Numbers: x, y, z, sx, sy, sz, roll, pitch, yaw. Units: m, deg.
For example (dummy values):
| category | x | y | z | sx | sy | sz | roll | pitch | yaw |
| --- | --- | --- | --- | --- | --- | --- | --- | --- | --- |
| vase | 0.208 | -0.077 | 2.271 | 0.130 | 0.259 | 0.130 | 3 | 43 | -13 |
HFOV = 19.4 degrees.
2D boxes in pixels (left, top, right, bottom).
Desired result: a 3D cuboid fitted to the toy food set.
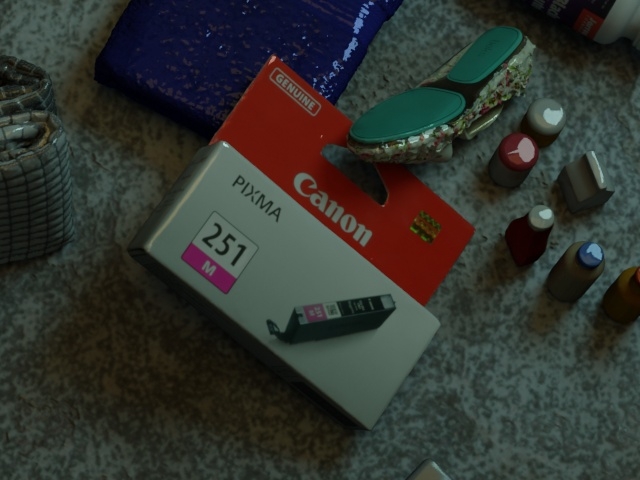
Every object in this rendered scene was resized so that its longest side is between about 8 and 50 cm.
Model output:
| category | x | y | z | sx | sy | sz | roll | pitch | yaw |
| --- | --- | --- | --- | --- | --- | --- | --- | --- | --- |
| toy food set | 0.235 | -0.033 | 1.768 | 0.111 | 0.104 | 0.232 | -16 | 75 | -11 |

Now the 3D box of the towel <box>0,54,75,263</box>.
| category | x | y | z | sx | sy | sz | roll | pitch | yaw |
| --- | --- | --- | --- | --- | --- | --- | --- | --- | --- |
| towel | -0.363 | -0.052 | 1.641 | 0.284 | 0.235 | 0.121 | -12 | 71 | -11 |

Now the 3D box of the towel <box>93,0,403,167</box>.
| category | x | y | z | sx | sy | sz | roll | pitch | yaw |
| --- | --- | --- | --- | --- | --- | --- | --- | --- | --- |
| towel | -0.052 | -0.227 | 1.819 | 0.228 | 0.076 | 0.308 | 28 | 70 | 6 |

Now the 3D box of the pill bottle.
| category | x | y | z | sx | sy | sz | roll | pitch | yaw |
| --- | --- | --- | --- | --- | --- | --- | --- | --- | --- |
| pill bottle | 0.267 | -0.260 | 1.842 | 0.193 | 0.108 | 0.108 | 30 | 72 | 4 |

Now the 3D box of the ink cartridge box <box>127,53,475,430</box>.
| category | x | y | z | sx | sy | sz | roll | pitch | yaw |
| --- | --- | --- | --- | --- | --- | --- | --- | --- | --- |
| ink cartridge box | 0.000 | 0.000 | 1.707 | 0.275 | 0.060 | 0.239 | 40 | 73 | -16 |

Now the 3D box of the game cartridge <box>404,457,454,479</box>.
| category | x | y | z | sx | sy | sz | roll | pitch | yaw |
| --- | --- | --- | --- | --- | --- | --- | --- | --- | --- |
| game cartridge | 0.051 | 0.388 | 1.641 | 0.230 | 0.068 | 0.355 | 43 | 73 | 12 |

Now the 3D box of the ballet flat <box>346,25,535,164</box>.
| category | x | y | z | sx | sy | sz | roll | pitch | yaw |
| --- | --- | --- | --- | --- | --- | --- | --- | --- | --- |
| ballet flat | 0.123 | -0.120 | 1.774 | 0.241 | 0.077 | 0.091 | -35 | 41 | -30 |
